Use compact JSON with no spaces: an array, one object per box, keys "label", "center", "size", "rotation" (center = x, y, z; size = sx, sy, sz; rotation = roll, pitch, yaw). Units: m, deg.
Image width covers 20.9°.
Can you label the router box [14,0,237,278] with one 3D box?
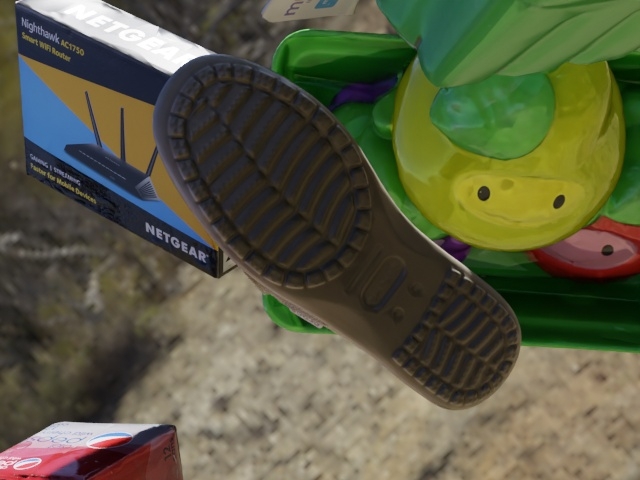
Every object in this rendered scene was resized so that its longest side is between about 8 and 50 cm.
[{"label":"router box","center":[-0.116,-0.072,1.106],"size":[0.179,0.133,0.046],"rotation":[27,41,31]}]

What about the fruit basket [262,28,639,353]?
[{"label":"fruit basket","center":[0.140,-0.048,1.329],"size":[0.392,0.283,0.392],"rotation":[3,14,-1]}]

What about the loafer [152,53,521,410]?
[{"label":"loafer","center":[0.000,0.000,1.005],"size":[0.102,0.268,0.092],"rotation":[-49,20,-11]}]

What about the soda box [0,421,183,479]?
[{"label":"soda box","center":[-0.115,0.235,0.939],"size":[0.083,0.263,0.092],"rotation":[-1,13,30]}]

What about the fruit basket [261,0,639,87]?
[{"label":"fruit basket","center":[0.165,-0.232,0.761],"size":[0.327,0.165,0.353],"rotation":[-13,-33,-38]}]
